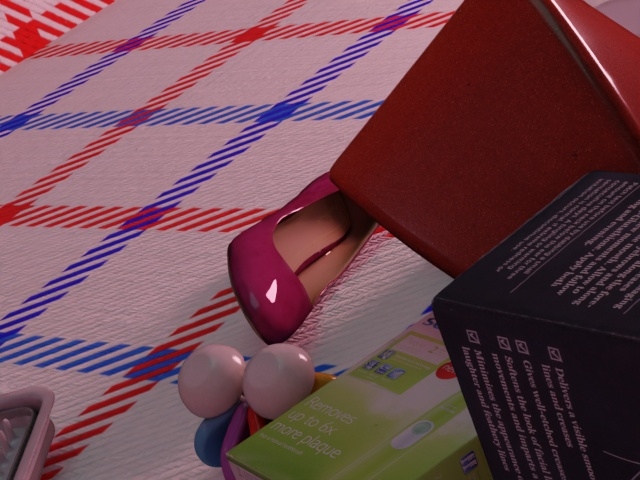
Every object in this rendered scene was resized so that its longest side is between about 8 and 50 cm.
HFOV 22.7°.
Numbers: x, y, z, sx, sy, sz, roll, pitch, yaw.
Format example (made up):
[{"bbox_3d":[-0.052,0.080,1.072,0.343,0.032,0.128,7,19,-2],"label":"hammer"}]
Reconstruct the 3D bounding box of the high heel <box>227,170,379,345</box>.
[{"bbox_3d":[0.000,0.000,1.886,0.181,0.127,0.377,-26,19,14],"label":"high heel"}]

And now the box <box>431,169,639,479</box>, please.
[{"bbox_3d":[0.320,0.136,1.151,0.212,0.293,0.395,-36,29,-30],"label":"box"}]

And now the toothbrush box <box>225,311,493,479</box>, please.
[{"bbox_3d":[0.094,0.191,1.430,0.283,0.122,0.206,-31,26,-25],"label":"toothbrush box"}]

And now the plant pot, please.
[{"bbox_3d":[0.222,-0.053,1.453,0.267,0.267,0.236,-51,49,17],"label":"plant pot"}]

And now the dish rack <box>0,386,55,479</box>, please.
[{"bbox_3d":[-0.446,0.286,1.717,0.332,0.072,0.285,-16,23,11],"label":"dish rack"}]

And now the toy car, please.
[{"bbox_3d":[-0.052,0.183,1.568,0.182,0.159,0.136,-3,66,34],"label":"toy car"}]

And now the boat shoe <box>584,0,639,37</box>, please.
[{"bbox_3d":[0.344,-0.265,2.224,0.302,0.113,0.103,-27,24,11],"label":"boat shoe"}]
